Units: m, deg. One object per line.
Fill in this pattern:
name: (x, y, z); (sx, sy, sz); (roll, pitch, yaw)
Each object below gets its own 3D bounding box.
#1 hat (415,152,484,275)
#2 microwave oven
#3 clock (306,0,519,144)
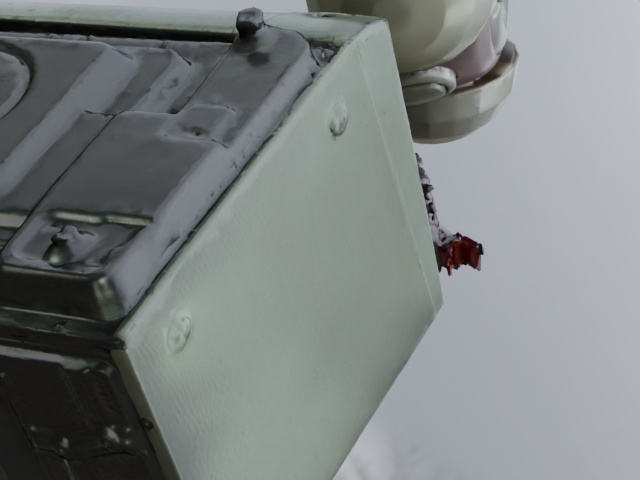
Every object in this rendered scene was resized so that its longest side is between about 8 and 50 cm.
hat: (0.001, 0.004, 1.547); (0.140, 0.227, 0.129); (-111, -162, -47)
microwave oven: (-0.171, 0.007, 1.161); (0.394, 0.333, 0.247); (6, -49, 30)
clock: (0.073, -0.261, 1.521); (0.342, 0.184, 0.326); (39, 46, -71)
